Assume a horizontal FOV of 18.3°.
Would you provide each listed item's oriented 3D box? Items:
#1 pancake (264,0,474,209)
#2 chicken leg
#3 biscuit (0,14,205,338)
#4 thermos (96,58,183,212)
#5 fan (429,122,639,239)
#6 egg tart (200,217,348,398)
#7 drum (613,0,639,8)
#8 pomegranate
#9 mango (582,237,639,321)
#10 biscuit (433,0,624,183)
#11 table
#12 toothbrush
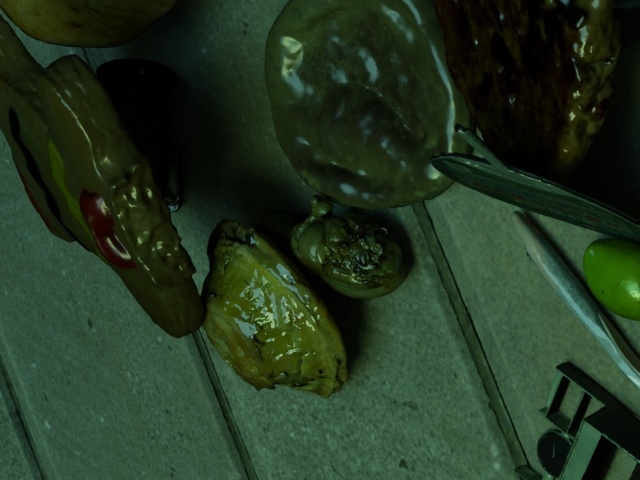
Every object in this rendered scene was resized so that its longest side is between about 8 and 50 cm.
[{"bbox_3d":[0.042,-0.164,2.121,0.294,0.049,0.294,17,114,43],"label":"pancake"},{"bbox_3d":[0.000,0.000,2.190,0.228,0.103,0.088,26,85,40],"label":"chicken leg"},{"bbox_3d":[-0.281,-0.080,2.222,0.394,0.076,0.368,39,156,47],"label":"biscuit"},{"bbox_3d":[-0.224,-0.094,2.399,0.124,0.099,0.232,9,116,9],"label":"thermos"},{"bbox_3d":[0.173,-0.059,1.878,0.223,0.294,0.012,14,81,56],"label":"fan"},{"bbox_3d":[-0.065,0.087,2.237,0.241,0.106,0.241,46,159,23],"label":"egg tart"},{"bbox_3d":[0.306,-0.315,1.787,0.130,0.049,0.253,52,135,22],"label":"drum"},{"bbox_3d":[-0.268,-0.328,2.254,0.248,0.248,0.248,18,116,42],"label":"pomegranate"},{"bbox_3d":[0.294,0.035,1.922,0.108,0.056,0.073,42,129,43],"label":"mango"},{"bbox_3d":[0.196,-0.214,1.860,0.334,0.081,0.289,102,148,-55],"label":"biscuit"},{"bbox_3d":[0.272,0.233,2.010,0.175,0.062,0.146,37,128,29],"label":"table"},{"bbox_3d":[0.299,0.117,1.962,0.375,0.028,0.037,53,129,19],"label":"toothbrush"}]
